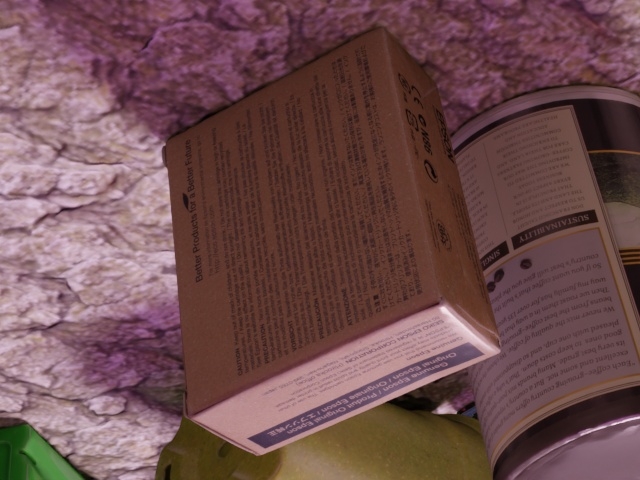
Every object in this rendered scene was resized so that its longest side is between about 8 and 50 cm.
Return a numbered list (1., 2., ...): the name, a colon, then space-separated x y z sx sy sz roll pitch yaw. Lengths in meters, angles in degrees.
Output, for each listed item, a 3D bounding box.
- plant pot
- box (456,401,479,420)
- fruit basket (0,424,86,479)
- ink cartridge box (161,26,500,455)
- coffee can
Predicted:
1. plant pot: -0.001 0.235 1.333 0.254 0.276 0.276 34 127 -31
2. box: 0.272 0.193 1.362 0.293 0.201 0.057 -33 139 31
3. fruit basket: -0.369 0.393 1.410 0.392 0.283 0.392 -4 130 -4
4. ink cartridge box: 0.000 0.000 0.988 0.193 0.235 0.088 -26 141 23
5. coffee can: 0.198 0.053 1.077 0.201 0.275 0.201 -7 146 -5
